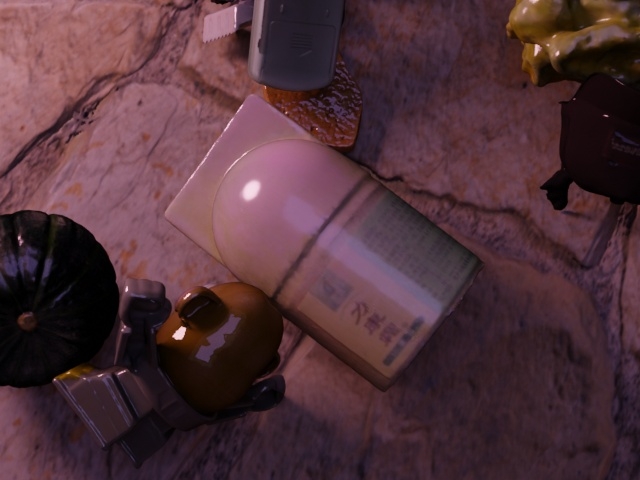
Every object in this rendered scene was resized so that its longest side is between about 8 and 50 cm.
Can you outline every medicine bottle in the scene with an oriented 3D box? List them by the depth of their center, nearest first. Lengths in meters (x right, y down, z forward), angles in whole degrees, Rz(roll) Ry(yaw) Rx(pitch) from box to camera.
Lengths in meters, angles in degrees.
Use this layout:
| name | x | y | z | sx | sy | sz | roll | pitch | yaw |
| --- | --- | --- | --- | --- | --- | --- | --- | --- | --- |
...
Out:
| name | x | y | z | sx | sy | sz | roll | pitch | yaw |
| --- | --- | --- | --- | --- | --- | --- | --- | --- | --- |
| medicine bottle | 0.000 | 0.000 | 1.630 | 0.406 | 0.235 | 0.235 | 37 | 78 | 3 |

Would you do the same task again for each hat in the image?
| name | x | y | z | sx | sy | sz | roll | pitch | yaw |
| --- | --- | --- | --- | --- | --- | --- | --- | --- | --- |
| hat | 0.444 | -0.109 | 1.655 | 0.238 | 0.336 | 0.208 | 12 | 87 | 8 |

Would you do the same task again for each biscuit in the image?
| name | x | y | z | sx | sy | sz | roll | pitch | yaw |
| --- | --- | --- | --- | --- | --- | --- | --- | --- | --- |
| biscuit | -0.015 | -0.228 | 1.785 | 0.142 | 0.029 | 0.220 | -30 | 82 | -11 |

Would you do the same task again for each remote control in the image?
| name | x | y | z | sx | sy | sz | roll | pitch | yaw |
| --- | --- | --- | --- | --- | --- | --- | --- | --- | --- |
| remote control | -0.027 | -0.366 | 1.705 | 0.140 | 0.056 | 0.296 | 0 | 106 | -23 |

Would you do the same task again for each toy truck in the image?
| name | x | y | z | sx | sy | sz | roll | pitch | yaw |
| --- | --- | --- | --- | --- | --- | --- | --- | --- | --- |
| toy truck | -0.101 | -0.431 | 1.777 | 0.111 | 0.136 | 0.285 | 16 | 80 | -32 |

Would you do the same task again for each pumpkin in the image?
| name | x | y | z | sx | sy | sz | roll | pitch | yaw |
| --- | --- | --- | --- | --- | --- | --- | --- | --- | --- |
| pumpkin | -0.405 | 0.079 | 1.607 | 0.250 | 0.216 | 0.249 | -5 | 100 | -29 |

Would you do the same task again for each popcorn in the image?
| name | x | y | z | sx | sy | sz | roll | pitch | yaw |
| --- | --- | --- | --- | --- | --- | --- | --- | --- | --- |
| popcorn | 0.426 | -0.349 | 1.703 | 0.312 | 0.312 | 0.312 | 1 | 77 | -4 |

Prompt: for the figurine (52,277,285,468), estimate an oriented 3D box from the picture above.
| name | x | y | z | sx | sy | sz | roll | pitch | yaw |
| --- | --- | --- | --- | --- | --- | --- | --- | --- | --- |
| figurine | -0.177 | 0.166 | 1.559 | 0.285 | 0.342 | 0.167 | -36 | 69 | 10 |
